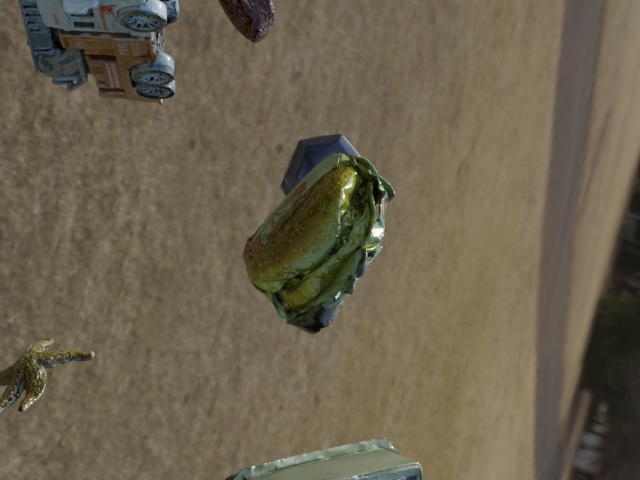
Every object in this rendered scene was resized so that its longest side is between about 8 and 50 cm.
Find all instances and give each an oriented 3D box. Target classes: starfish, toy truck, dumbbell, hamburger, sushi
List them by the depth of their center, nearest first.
[{"bbox_3d":[-0.262,-0.274,1.264,0.338,0.184,0.133,105,-15,-75],"label":"toy truck"},{"bbox_3d":[0.001,0.002,1.336,0.214,0.125,0.235,-51,-163,26],"label":"hamburger"},{"bbox_3d":[-0.095,-0.314,1.406,0.055,0.052,0.120,-43,110,-30],"label":"sushi"},{"bbox_3d":[-0.453,0.202,1.670,0.223,0.217,0.050,-78,147,-68],"label":"starfish"},{"bbox_3d":[0.003,-0.123,2.129,0.316,0.156,0.143,179,-99,-86],"label":"dumbbell"}]

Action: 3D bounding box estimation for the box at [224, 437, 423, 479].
[{"bbox_3d":[0.006,0.404,1.530,0.291,0.166,0.220,-4,94,-34],"label":"box"}]
